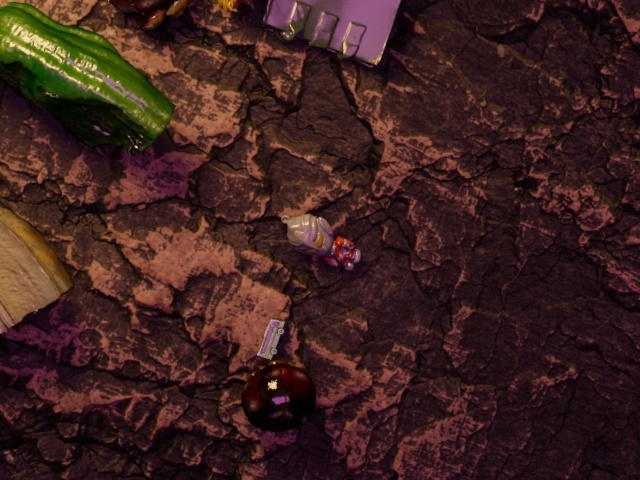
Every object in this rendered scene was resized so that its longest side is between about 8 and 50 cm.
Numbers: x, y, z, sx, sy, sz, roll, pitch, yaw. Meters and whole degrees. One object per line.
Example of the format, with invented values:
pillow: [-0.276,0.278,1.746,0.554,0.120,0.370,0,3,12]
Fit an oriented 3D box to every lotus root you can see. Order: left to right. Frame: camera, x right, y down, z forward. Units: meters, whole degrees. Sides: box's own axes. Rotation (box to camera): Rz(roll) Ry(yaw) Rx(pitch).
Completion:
lotus root: [-0.628,0.045,1.759,0.267,0.149,0.260,-32,97,13]

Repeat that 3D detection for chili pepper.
chili pepper: [-0.443,-0.295,1.721,0.385,0.213,0.167,31,78,-6]

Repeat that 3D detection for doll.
doll: [0.000,0.000,1.893,0.180,0.079,0.094,31,123,-17]

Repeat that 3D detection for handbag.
handbag: [0.036,-0.484,1.839,0.247,0.079,0.260,19,94,-10]

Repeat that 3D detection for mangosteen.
mangosteen: [-0.312,-0.475,1.750,0.166,0.166,0.180,-43,125,-3]
mangosteen: [-0.084,0.302,1.882,0.152,0.152,0.152,-1,96,-9]

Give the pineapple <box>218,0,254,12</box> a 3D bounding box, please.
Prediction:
pineapple: [-0.114,-0.519,1.734,0.164,0.140,0.250,-9,137,-22]

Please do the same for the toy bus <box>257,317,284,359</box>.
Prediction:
toy bus: [-0.097,0.197,1.916,0.037,0.031,0.083,19,93,-1]
